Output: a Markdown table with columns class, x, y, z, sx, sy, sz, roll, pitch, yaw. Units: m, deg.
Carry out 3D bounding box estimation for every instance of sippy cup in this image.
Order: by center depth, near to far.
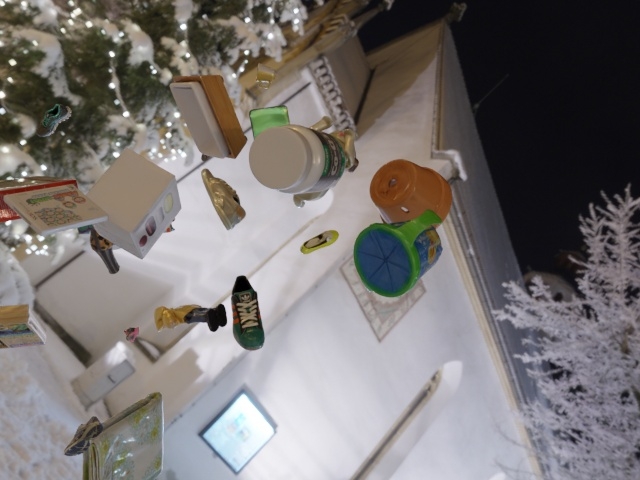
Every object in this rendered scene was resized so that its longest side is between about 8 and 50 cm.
| class | x | y | z | sx | sy | sz | roll | pitch | yaw |
| --- | --- | --- | --- | --- | --- | --- | --- | --- | --- |
| sippy cup | 0.262 | 0.036 | 1.561 | 0.306 | 0.224 | 0.239 | -8 | -80 | 47 |

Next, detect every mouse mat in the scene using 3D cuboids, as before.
| class | x | y | z | sx | sy | sz | roll | pitch | yaw |
| --- | --- | --- | --- | --- | --- | --- | --- | --- | --- |
| mouse mat | -0.173 | -0.386 | 1.781 | 0.007 | 0.153 | 0.189 | 13 | -65 | 60 |

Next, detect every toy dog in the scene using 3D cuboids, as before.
| class | x | y | z | sx | sy | sz | roll | pitch | yaw |
| --- | --- | --- | --- | --- | --- | --- | --- | --- | --- |
| toy dog | 0.033 | -0.353 | 2.226 | 0.285 | 0.408 | 0.395 | 19 | -55 | 18 |

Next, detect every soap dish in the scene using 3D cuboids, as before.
| class | x | y | z | sx | sy | sz | roll | pitch | yaw |
| --- | --- | --- | --- | --- | --- | --- | --- | --- | --- |
| soap dish | -0.381 | -0.433 | 1.694 | 0.229 | 0.118 | 0.290 | 21 | -42 | 50 |

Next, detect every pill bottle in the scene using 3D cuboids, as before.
| class | x | y | z | sx | sy | sz | roll | pitch | yaw |
| --- | --- | --- | --- | --- | --- | --- | --- | --- | --- |
| pill bottle | -0.063 | -0.243 | 1.493 | 0.204 | 0.204 | 0.361 | 44 | 18 | 8 |

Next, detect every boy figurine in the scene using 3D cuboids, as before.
| class | x | y | z | sx | sy | sz | roll | pitch | yaw |
| --- | --- | --- | --- | --- | --- | --- | --- | --- | --- |
| boy figurine | -0.472 | 0.270 | 1.701 | 0.285 | 0.177 | 0.092 | -7 | -82 | 24 |

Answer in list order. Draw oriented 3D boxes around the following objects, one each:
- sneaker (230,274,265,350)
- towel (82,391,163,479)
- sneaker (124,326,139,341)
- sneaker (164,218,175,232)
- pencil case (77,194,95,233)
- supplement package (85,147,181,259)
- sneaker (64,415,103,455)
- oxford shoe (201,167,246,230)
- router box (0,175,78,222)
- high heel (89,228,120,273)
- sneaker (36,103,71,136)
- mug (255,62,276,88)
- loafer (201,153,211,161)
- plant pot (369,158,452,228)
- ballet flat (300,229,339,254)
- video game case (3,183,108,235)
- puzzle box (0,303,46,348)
| class | x | y | z | sx | sy | sz | roll | pitch | yaw |
| --- | --- | --- | --- | --- | --- | --- | --- | --- | --- |
| sneaker | -0.263 | 0.244 | 1.716 | 0.302 | 0.108 | 0.121 | -119 | -154 | -49 |
| towel | -0.690 | 0.764 | 1.758 | 0.090 | 0.374 | 0.320 | 9 | -81 | 18 |
| sneaker | -0.850 | 0.416 | 2.193 | 0.057 | 0.047 | 0.119 | 12 | 7 | -5 |
| sneaker | -0.698 | -0.108 | 2.220 | 0.057 | 0.075 | 0.161 | -39 | -118 | 56 |
| pencil case | -0.895 | -0.099 | 1.867 | 0.064 | 0.070 | 0.151 | 18 | 59 | -82 |
| supplement package | -0.488 | -0.091 | 1.299 | 0.149 | 0.194 | 0.203 | 30 | -23 | 1 |
| sneaker | -0.690 | 0.569 | 1.433 | 0.058 | 0.135 | 0.052 | 44 | -5 | 44 |
| oxford shoe | -0.467 | -0.214 | 2.372 | 0.449 | 0.130 | 0.169 | 54 | -9 | 44 |
| router box | -0.891 | -0.116 | 1.375 | 0.336 | 0.301 | 0.082 | 9 | -70 | 42 |
| high heel | -0.741 | -0.034 | 1.704 | 0.186 | 0.093 | 0.261 | 85 | -14 | -45 |
| sneaker | -1.099 | -0.495 | 2.002 | 0.065 | 0.166 | 0.076 | 41 | -5 | 8 |
| mug | -0.193 | -0.578 | 1.734 | 0.062 | 0.064 | 0.078 | -118 | -142 | -66 |
| loafer | -0.478 | -0.388 | 2.124 | 0.045 | 0.125 | 0.039 | 43 | 23 | -11 |
| plant pot | 0.323 | -0.175 | 1.866 | 0.291 | 0.290 | 0.203 | 23 | -6 | 44 |
| ballet flat | 0.000 | 0.000 | 2.491 | 0.077 | 0.231 | 0.077 | 56 | -21 | 21 |
| video game case | -0.583 | -0.072 | 1.093 | 0.143 | 0.157 | 0.019 | 35 | -59 | 20 |
| puzzle box | -0.977 | 0.247 | 1.303 | 0.272 | 0.409 | 0.052 | 128 | -44 | -61 |
